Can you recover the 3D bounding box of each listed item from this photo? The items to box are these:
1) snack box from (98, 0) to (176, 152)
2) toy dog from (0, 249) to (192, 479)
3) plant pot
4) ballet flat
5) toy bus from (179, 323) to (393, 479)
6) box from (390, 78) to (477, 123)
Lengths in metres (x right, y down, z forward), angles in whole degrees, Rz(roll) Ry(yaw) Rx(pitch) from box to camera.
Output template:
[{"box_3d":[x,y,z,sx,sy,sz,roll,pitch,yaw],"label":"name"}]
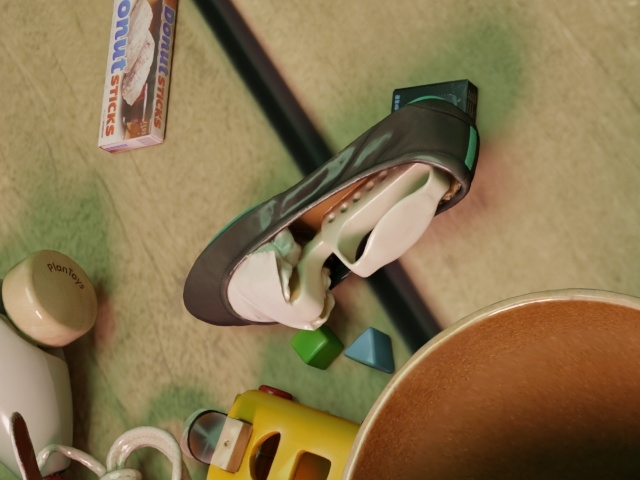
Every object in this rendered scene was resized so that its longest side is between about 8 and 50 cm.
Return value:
[{"box_3d":[-0.168,-0.171,1.175,0.064,0.022,0.178,-9,69,33],"label":"snack box"},{"box_3d":[-0.268,0.151,1.029,0.220,0.161,0.333,-51,51,20],"label":"toy dog"},{"box_3d":[0.170,0.174,0.678,0.237,0.254,0.237,-12,66,29],"label":"plant pot"},{"box_3d":[0.000,0.000,0.934,0.280,0.095,0.096,-39,36,25],"label":"ballet flat"},{"box_3d":[-0.033,0.157,0.913,0.202,0.104,0.191,-35,57,18],"label":"toy bus"},{"box_3d":[0.085,-0.079,0.975,0.067,0.018,0.083,-3,72,33],"label":"box"}]
